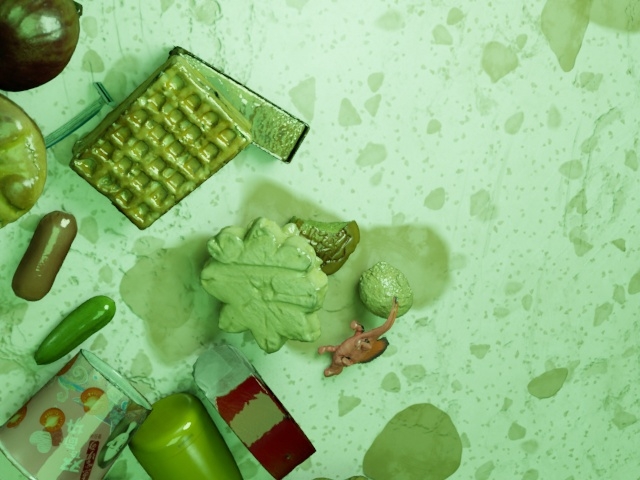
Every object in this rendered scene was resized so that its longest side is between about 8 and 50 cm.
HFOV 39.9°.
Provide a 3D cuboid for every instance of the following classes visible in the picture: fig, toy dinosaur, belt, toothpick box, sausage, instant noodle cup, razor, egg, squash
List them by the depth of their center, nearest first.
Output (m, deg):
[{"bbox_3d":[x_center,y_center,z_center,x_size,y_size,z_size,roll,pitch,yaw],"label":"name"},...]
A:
[{"bbox_3d":[-0.542,-0.381,1.558,0.235,0.214,0.235,-6,133,-6],"label":"fig"},{"bbox_3d":[-0.481,-0.224,1.698,0.191,0.068,0.037,-39,153,0],"label":"razor"},{"bbox_3d":[-0.539,0.030,1.725,0.077,0.077,0.194,24,95,-22],"label":"sausage"},{"bbox_3d":[-0.478,0.365,1.750,0.243,0.243,0.231,44,82,-22],"label":"instant noodle cup"},{"bbox_3d":[-0.497,0.182,1.784,0.201,0.066,0.066,-39,112,2],"label":"squash"},{"bbox_3d":[-0.139,0.357,1.855,0.115,0.227,0.324,-39,113,-8],"label":"belt"},{"bbox_3d":[-0.273,0.474,1.873,0.175,0.175,0.271,-31,114,-8],"label":"toothpick box"},{"bbox_3d":[0.143,0.111,1.945,0.118,0.116,0.140,-33,117,17],"label":"egg"},{"bbox_3d":[0.116,0.227,1.954,0.139,0.070,0.286,21,127,-39],"label":"toy dinosaur"}]

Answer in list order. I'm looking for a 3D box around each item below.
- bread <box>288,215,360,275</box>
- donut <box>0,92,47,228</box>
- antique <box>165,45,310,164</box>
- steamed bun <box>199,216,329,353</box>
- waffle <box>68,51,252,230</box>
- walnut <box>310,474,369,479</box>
[{"bbox_3d":[0.001,0.010,1.887,0.156,0.086,0.125,1,106,-16],"label":"bread"},{"bbox_3d":[-0.652,-0.157,1.582,0.299,0.150,0.317,-23,113,-1],"label":"donut"},{"bbox_3d":[-0.176,-0.270,1.759,0.310,0.087,0.093,30,94,-23],"label":"antique"},{"bbox_3d":[-0.104,0.087,1.816,0.295,0.137,0.292,37,121,2],"label":"steamed bun"},{"bbox_3d":[-0.308,-0.183,1.685,0.308,0.091,0.213,-38,113,16],"label":"waffle"},{"bbox_3d":[0.036,0.715,1.963,0.384,0.383,0.383,-4,105,-17],"label":"walnut"}]
